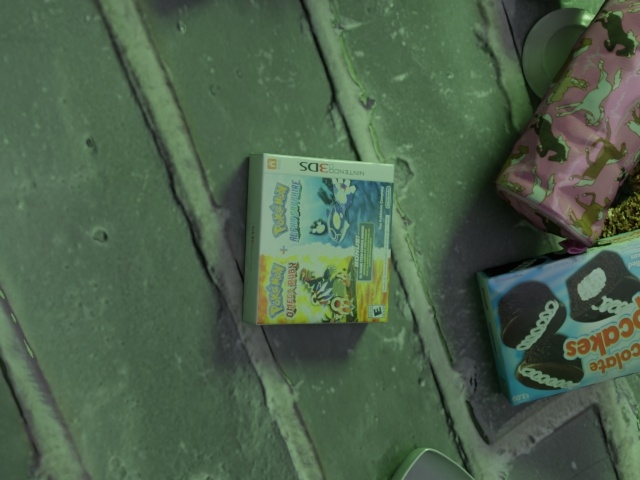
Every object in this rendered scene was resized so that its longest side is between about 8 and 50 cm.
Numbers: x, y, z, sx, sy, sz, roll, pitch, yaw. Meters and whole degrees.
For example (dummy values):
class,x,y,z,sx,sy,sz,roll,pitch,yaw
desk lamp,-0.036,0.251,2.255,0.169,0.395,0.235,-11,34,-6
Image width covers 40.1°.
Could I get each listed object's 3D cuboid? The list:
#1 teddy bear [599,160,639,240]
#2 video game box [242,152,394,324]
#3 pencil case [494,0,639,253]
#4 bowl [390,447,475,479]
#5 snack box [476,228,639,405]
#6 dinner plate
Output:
class,x,y,z,sx,sy,sz,roll,pitch,yaw
teddy bear,0.552,-0.092,1.327,0.245,0.113,0.338,18,86,-11
video game box,0.000,0.000,1.078,0.187,0.048,0.205,1,91,-26
pencil case,0.390,-0.177,1.179,0.386,0.167,0.160,-57,156,2
bowl,0.135,0.354,1.163,0.142,0.053,0.142,42,73,-25
snack box,0.394,0.097,1.223,0.321,0.060,0.187,-15,100,-3
dinner plate,0.358,-0.260,1.250,0.141,0.017,0.141,-1,97,-7
